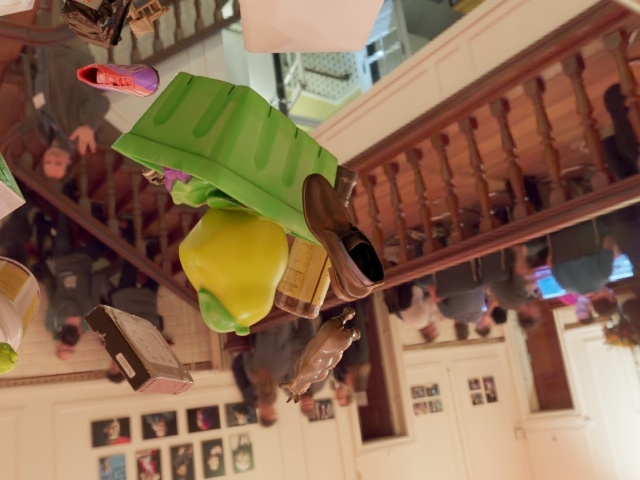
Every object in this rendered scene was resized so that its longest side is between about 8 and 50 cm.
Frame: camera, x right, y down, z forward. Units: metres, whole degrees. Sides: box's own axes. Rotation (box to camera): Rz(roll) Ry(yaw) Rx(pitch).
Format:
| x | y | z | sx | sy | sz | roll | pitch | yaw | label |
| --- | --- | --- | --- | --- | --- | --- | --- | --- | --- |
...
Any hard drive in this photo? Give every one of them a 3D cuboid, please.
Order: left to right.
| x | y | z | sx | sy | sz | roll | pitch | yaw | label |
| --- | --- | --- | --- | --- | --- | --- | --- | --- | --- |
| -0.466 | 0.297 | 1.649 | 0.064 | 0.237 | 0.339 | -39 | 163 | -5 | hard drive |
| -0.016 | -0.395 | 1.031 | 0.233 | 0.047 | 0.353 | -2 | 177 | -5 | hard drive |

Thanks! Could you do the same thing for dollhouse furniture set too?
| x | y | z | sx | sy | sz | roll | pitch | yaw | label |
| --- | --- | --- | --- | --- | --- | --- | --- | --- | --- |
| -0.442 | -0.600 | 1.475 | 0.101 | 0.161 | 0.182 | -29 | 125 | -2 | dollhouse furniture set |

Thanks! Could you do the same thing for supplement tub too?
| x | y | z | sx | sy | sz | roll | pitch | yaw | label |
| --- | --- | --- | --- | --- | --- | --- | --- | --- | --- |
| -0.891 | 0.198 | 1.632 | 0.241 | 0.241 | 0.331 | -5 | -162 | -10 | supplement tub |

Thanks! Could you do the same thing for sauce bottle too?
| x | y | z | sx | sy | sz | roll | pitch | yaw | label |
| --- | --- | --- | --- | --- | --- | --- | --- | --- | --- |
| 0.000 | 0.000 | 1.408 | 0.111 | 0.344 | 0.111 | 21 | 179 | 0 | sauce bottle |

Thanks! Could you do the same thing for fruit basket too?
| x | y | z | sx | sy | sz | roll | pitch | yaw | label |
| --- | --- | --- | --- | --- | --- | --- | --- | --- | --- |
| -0.153 | -0.043 | 1.052 | 0.283 | 0.392 | 0.392 | 21 | -176 | 34 | fruit basket |

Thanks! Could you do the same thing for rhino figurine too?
| x | y | z | sx | sy | sz | roll | pitch | yaw | label |
| --- | --- | --- | --- | --- | --- | --- | --- | --- | --- |
| -0.009 | 0.246 | 1.262 | 0.243 | 0.073 | 0.106 | -55 | 166 | 22 | rhino figurine |

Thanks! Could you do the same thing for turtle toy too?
| x | y | z | sx | sy | sz | roll | pitch | yaw | label |
| --- | --- | --- | --- | --- | --- | --- | --- | --- | --- |
| -0.486 | 0.166 | 0.876 | 0.130 | 0.066 | 0.095 | 7 | 133 | 23 | turtle toy |

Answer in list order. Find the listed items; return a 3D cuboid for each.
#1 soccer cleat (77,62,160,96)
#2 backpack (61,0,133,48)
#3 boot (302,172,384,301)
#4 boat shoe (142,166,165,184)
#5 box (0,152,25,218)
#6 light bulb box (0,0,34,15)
| x | y | z | sx | sy | sz | roll | pitch | yaw | label |
| --- | --- | --- | --- | --- | --- | --- | --- | --- | --- |
| -0.666 | -0.535 | 2.063 | 0.318 | 0.108 | 0.116 | 15 | -162 | 31 | soccer cleat |
| -0.399 | -0.462 | 1.133 | 0.115 | 0.182 | 0.152 | 20 | 174 | -13 | backpack |
| 0.041 | -0.015 | 0.987 | 0.082 | 0.219 | 0.106 | -20 | 178 | -27 | boot |
| -0.519 | -0.216 | 1.988 | 0.080 | 0.073 | 0.223 | -42 | -162 | -10 | boat shoe |
| -0.823 | -0.130 | 1.371 | 0.231 | 0.262 | 0.127 | -37 | 149 | -7 | box |
| -0.763 | -0.720 | 1.288 | 0.361 | 0.358 | 0.225 | -53 | -176 | 32 | light bulb box |
